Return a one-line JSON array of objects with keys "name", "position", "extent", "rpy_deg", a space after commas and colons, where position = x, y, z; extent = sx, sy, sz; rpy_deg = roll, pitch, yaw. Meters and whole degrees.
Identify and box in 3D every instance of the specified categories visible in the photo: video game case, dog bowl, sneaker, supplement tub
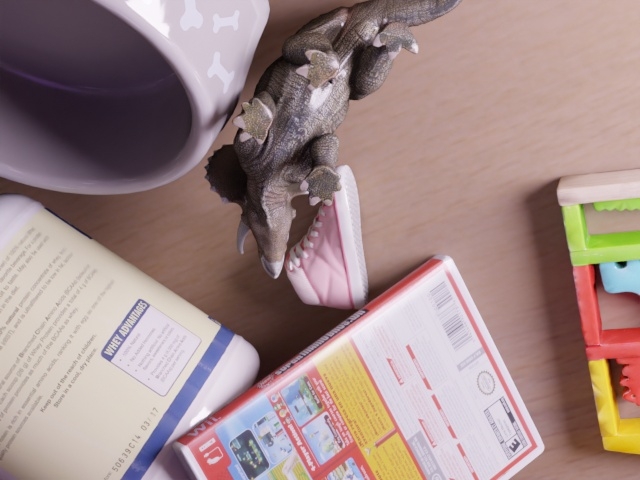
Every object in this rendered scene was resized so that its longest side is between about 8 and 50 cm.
[{"name": "video game case", "position": [0.040, 0.171, 1.378], "extent": [0.025, 0.285, 0.204], "rpy_deg": [9, 130, 62]}, {"name": "dog bowl", "position": [-0.216, -0.158, 1.261], "extent": [0.349, 0.102, 0.349], "rpy_deg": [12, 150, 7]}, {"name": "sneaker", "position": [0.000, 0.000, 1.402], "extent": [0.070, 0.051, 0.134], "rpy_deg": [-1, 120, 11]}, {"name": "supplement tub", "position": [-0.242, 0.107, 1.423], "extent": [0.325, 0.235, 0.235], "rpy_deg": [34, 121, -2]}]

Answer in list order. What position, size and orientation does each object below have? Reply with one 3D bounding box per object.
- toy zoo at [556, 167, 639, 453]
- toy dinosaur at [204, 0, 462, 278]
[{"name": "toy zoo", "position": [0.312, 0.076, 1.360], "extent": [0.192, 0.030, 0.293], "rpy_deg": [-5, 115, 19]}, {"name": "toy dinosaur", "position": [-0.002, -0.120, 1.286], "extent": [0.121, 0.160, 0.313], "rpy_deg": [28, 97, -16]}]
